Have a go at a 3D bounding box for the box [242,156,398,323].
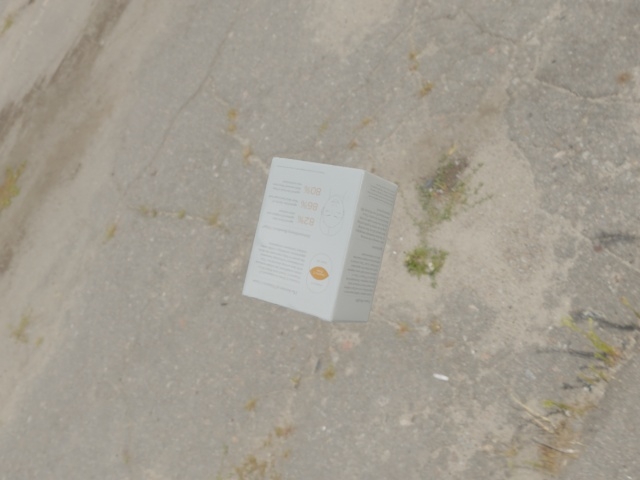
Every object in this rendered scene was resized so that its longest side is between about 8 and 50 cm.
[{"bbox_3d":[0.000,0.000,0.761,0.130,0.091,0.170,13,90,32],"label":"box"}]
